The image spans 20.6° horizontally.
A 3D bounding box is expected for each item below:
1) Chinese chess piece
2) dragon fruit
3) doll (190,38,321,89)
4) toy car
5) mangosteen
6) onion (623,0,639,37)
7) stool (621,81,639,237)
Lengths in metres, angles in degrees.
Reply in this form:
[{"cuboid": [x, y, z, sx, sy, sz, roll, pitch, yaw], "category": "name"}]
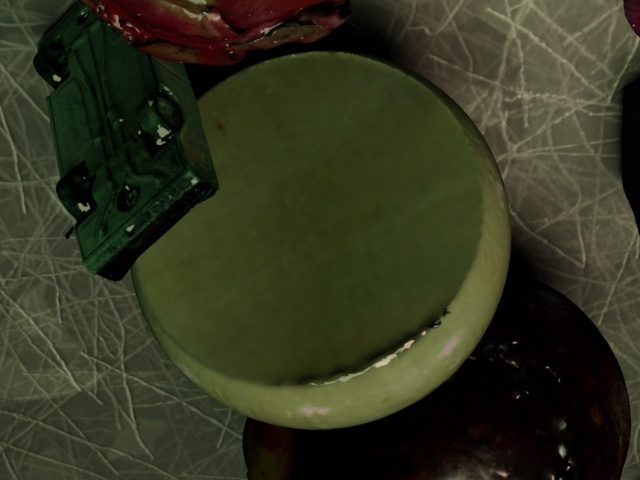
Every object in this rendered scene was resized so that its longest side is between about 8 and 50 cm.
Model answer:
[{"cuboid": [0.000, 0.000, 1.607, 0.349, 0.349, 0.146, -17, 157, 8], "category": "Chinese chess piece"}, {"cuboid": [-0.083, -0.296, 1.447, 0.329, 0.329, 0.329, -2, 126, -3], "category": "dragon fruit"}, {"cuboid": [-0.060, -0.190, 1.673, 0.139, 0.057, 0.165, -14, 135, 4], "category": "doll"}, {"cuboid": [-0.174, -0.108, 1.563, 0.141, 0.320, 0.097, -41, 131, 21], "category": "toy car"}, {"cuboid": [0.116, 0.176, 1.787, 0.381, 0.421, 0.381, -31, 166, -9], "category": "mangosteen"}, {"cuboid": [0.328, -0.236, 1.650, 0.104, 0.115, 0.115, 17, 140, 40], "category": "onion"}, {"cuboid": [0.408, -0.080, 1.736, 0.232, 0.141, 0.232, -2, 126, -2], "category": "stool"}]
